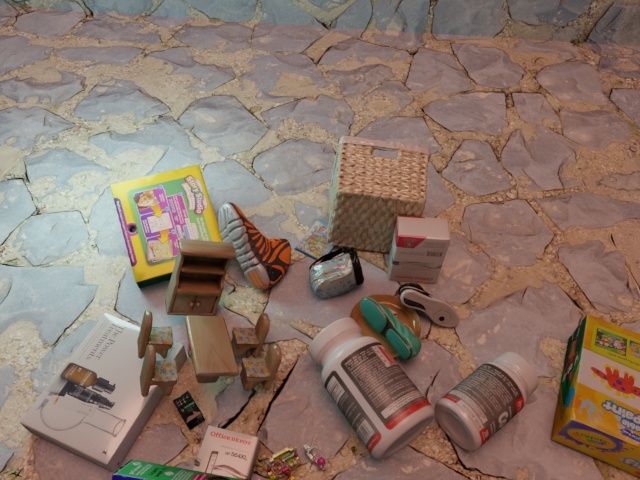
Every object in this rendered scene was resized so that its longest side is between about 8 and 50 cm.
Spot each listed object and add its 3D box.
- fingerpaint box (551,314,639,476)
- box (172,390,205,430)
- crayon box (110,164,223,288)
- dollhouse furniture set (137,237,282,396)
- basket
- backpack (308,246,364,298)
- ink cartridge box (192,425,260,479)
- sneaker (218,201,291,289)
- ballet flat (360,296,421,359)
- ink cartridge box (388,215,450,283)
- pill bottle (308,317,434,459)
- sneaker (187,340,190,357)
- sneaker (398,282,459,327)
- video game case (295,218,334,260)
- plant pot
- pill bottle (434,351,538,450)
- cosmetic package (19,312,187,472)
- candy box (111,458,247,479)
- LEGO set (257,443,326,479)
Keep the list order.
[{"bbox_3d":[0.937,0.476,1.495,0.445,0.163,0.371,20,52,14],"label":"fingerpaint box"},{"bbox_3d":[-0.376,0.485,1.489,0.052,0.062,0.083,-31,58,-23],"label":"box"},{"bbox_3d":[-0.524,-0.054,1.817,0.313,0.106,0.362,-16,77,-16],"label":"crayon box"},{"bbox_3d":[-0.327,0.215,1.515,0.362,0.256,0.394,6,33,-27],"label":"dollhouse furniture set"},{"bbox_3d":[0.198,-0.157,1.860,0.328,0.331,0.266,8,52,-2],"label":"basket"},{"bbox_3d":[0.050,0.117,1.760,0.182,0.152,0.115,-17,44,-1],"label":"backpack"},{"bbox_3d":[-0.258,0.613,1.376,0.148,0.086,0.203,10,53,6],"label":"ink cartridge box"},{"bbox_3d":[-0.220,0.000,1.805,0.180,0.125,0.321,-31,98,-46],"label":"sneaker"},{"bbox_3d":[0.226,0.271,1.652,0.087,0.083,0.247,-11,48,-42],"label":"ballet flat"},{"bbox_3d":[0.331,0.034,1.778,0.172,0.237,0.100,4,48,1],"label":"ink cartridge box"},{"bbox_3d":[0.133,0.407,1.482,0.210,0.210,0.363,-26,57,-22],"label":"pill bottle"},{"bbox_3d":[-0.389,0.314,1.644,0.057,0.047,0.119,9,51,-11],"label":"sneaker"},{"bbox_3d":[0.363,0.203,1.745,0.217,0.079,0.121,29,17,-8],"label":"sneaker"},{"bbox_3d":[0.000,0.000,1.931,0.119,0.015,0.166,26,54,18],"label":"video game case"},{"bbox_3d":[0.209,0.281,1.703,0.236,0.032,0.236,1,50,-1],"label":"plant pot"},{"bbox_3d":[0.481,0.451,1.493,0.283,0.161,0.161,-29,58,-24],"label":"pill bottle"},{"bbox_3d":[-0.610,0.425,1.509,0.284,0.097,0.377,20,53,10],"label":"cosmetic package"},{"bbox_3d":[-0.343,0.690,1.222,0.317,0.122,0.268,9,82,3],"label":"candy box"},{"bbox_3d":[-0.115,0.634,1.352,0.132,0.107,0.287,33,57,22],"label":"LEGO set"}]
